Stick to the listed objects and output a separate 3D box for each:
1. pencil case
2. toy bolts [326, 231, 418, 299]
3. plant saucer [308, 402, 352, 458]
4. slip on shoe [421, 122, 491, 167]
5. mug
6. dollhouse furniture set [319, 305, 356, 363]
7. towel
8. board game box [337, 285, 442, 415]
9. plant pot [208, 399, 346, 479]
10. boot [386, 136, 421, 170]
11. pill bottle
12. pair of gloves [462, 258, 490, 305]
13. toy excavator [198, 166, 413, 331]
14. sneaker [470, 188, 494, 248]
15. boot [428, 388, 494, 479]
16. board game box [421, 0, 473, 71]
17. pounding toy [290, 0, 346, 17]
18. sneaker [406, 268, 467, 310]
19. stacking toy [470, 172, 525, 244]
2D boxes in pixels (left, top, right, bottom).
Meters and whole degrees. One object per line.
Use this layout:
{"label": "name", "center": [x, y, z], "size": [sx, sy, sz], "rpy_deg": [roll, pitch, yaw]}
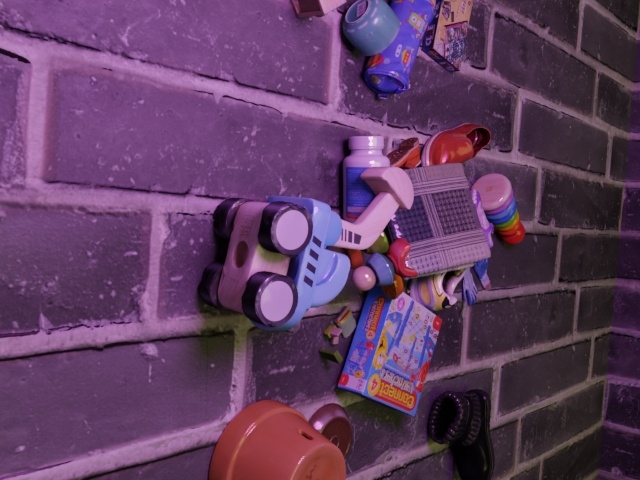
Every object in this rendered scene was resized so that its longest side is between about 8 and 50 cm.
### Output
{"label": "pencil case", "center": [0.216, -0.533, 1.705], "size": [0.133, 0.119, 0.306], "rpy_deg": [25, 76, -21]}
{"label": "toy bolts", "center": [0.125, 0.083, 1.599], "size": [0.158, 0.228, 0.218], "rpy_deg": [-24, 105, -17]}
{"label": "plant saucer", "center": [0.026, 0.535, 1.694], "size": [0.198, 0.036, 0.199], "rpy_deg": [-8, 100, -47]}
{"label": "slip on shoe", "center": [0.417, -0.284, 1.971], "size": [0.331, 0.101, 0.123], "rpy_deg": [-31, 119, -39]}
{"label": "mug", "center": [0.113, -0.549, 1.604], "size": [0.097, 0.158, 0.129], "rpy_deg": [33, 95, -41]}
{"label": "dollhouse furniture set", "center": [0.061, 0.248, 1.680], "size": [0.152, 0.058, 0.076], "rpy_deg": [-49, 128, -31]}
{"label": "towel", "center": [0.320, -0.060, 1.818], "size": [0.324, 0.056, 0.312], "rpy_deg": [-11, 80, -29]}
{"label": "board game box", "center": [0.207, 0.315, 1.814], "size": [0.308, 0.086, 0.302], "rpy_deg": [34, 69, -47]}
{"label": "plant pot", "center": [-0.080, 0.535, 1.457], "size": [0.290, 0.203, 0.291], "rpy_deg": [-9, 102, -46]}
{"label": "boot", "center": [0.240, -0.225, 1.820], "size": [0.158, 0.059, 0.085], "rpy_deg": [-39, 127, -38]}
{"label": "pill bottle", "center": [0.119, -0.156, 1.644], "size": [0.124, 0.124, 0.222], "rpy_deg": [-9, 102, -46]}
{"label": "pair of gloves", "center": [0.539, 0.127, 2.208], "size": [0.198, 0.023, 0.159], "rpy_deg": [-42, 123, -37]}
{"label": "toy excavator", "center": [0.000, 0.000, 1.434], "size": [0.445, 0.222, 0.433], "rpy_deg": [17, 84, -41]}
{"label": "sneaker", "center": [0.502, -0.057, 2.039], "size": [0.104, 0.095, 0.236], "rpy_deg": [17, 53, -16]}
{"label": "boot", "center": [0.464, 0.663, 2.107], "size": [0.260, 0.131, 0.348], "rpy_deg": [8, 78, -54]}
{"label": "board game box", "center": [0.388, -0.659, 1.935], "size": [0.165, 0.042, 0.243], "rpy_deg": [19, 81, -47]}
{"label": "pounding toy", "center": [-0.007, -0.574, 1.469], "size": [0.100, 0.130, 0.141], "rpy_deg": [-38, 122, -23]}
{"label": "sneaker", "center": [0.391, 0.037, 1.946], "size": [0.145, 0.147, 0.385], "rpy_deg": [26, 76, -45]}
{"label": "stacking toy", "center": [0.638, -0.090, 2.216], "size": [0.330, 0.141, 0.141], "rpy_deg": [43, 64, -45]}
